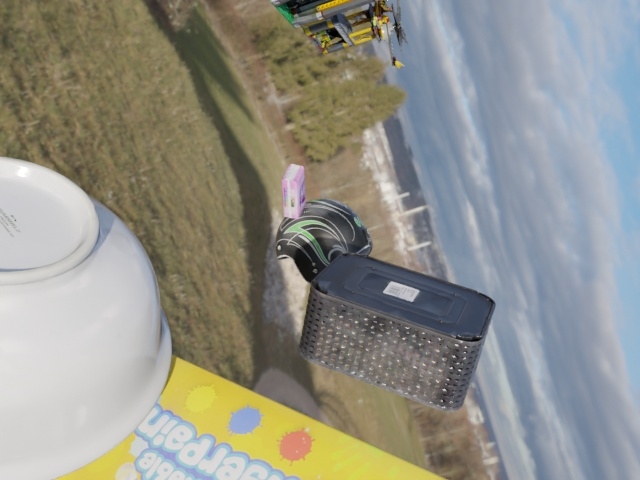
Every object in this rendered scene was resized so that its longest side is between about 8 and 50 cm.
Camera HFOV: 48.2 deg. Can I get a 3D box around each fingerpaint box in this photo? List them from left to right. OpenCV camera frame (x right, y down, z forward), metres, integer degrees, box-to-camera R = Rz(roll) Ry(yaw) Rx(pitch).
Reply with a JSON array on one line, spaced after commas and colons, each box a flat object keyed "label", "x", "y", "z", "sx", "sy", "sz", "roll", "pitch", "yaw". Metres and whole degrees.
[{"label": "fingerpaint box", "x": 0.018, "y": 0.321, "z": 0.631, "sx": 0.163, "sy": 0.445, "sz": 0.371, "roll": -50, "pitch": 137, "yaw": -31}]

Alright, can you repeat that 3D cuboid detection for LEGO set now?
[{"label": "LEGO set", "x": 0.042, "y": -0.412, "z": 1.021, "sx": 0.331, "sy": 0.192, "sz": 0.255, "roll": 35, "pitch": 44, "yaw": -67}]

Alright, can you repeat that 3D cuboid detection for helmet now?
[{"label": "helmet", "x": 0.000, "y": 0.000, "z": 1.365, "sx": 0.161, "sy": 0.169, "sz": 0.169, "roll": 46, "pitch": 3, "yaw": 14}]

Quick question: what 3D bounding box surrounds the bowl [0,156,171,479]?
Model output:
[{"label": "bowl", "x": -0.251, "y": 0.028, "z": 0.549, "sx": 0.298, "sy": 0.298, "sz": 0.134, "roll": -96, "pitch": -157, "yaw": -53}]

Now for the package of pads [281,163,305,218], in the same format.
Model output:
[{"label": "package of pads", "x": -0.046, "y": -0.084, "z": 1.228, "sx": 0.050, "sy": 0.032, "sz": 0.083, "roll": -65, "pitch": 160, "yaw": -46}]

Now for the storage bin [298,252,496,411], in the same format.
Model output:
[{"label": "storage bin", "x": 0.081, "y": 0.090, "z": 0.756, "sx": 0.122, "sy": 0.180, "sz": 0.084, "roll": -40, "pitch": 145, "yaw": -61}]
